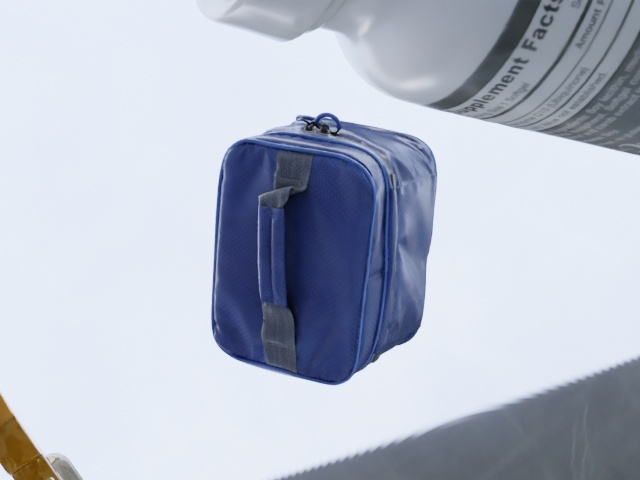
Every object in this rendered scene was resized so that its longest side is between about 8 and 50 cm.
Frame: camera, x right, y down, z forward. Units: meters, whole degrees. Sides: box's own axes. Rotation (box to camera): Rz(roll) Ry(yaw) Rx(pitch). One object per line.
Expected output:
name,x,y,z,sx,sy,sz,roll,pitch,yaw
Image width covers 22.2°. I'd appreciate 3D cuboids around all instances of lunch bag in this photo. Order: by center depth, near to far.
lunch bag,0.000,0.000,0.595,0.067,0.065,0.098,11,-71,24

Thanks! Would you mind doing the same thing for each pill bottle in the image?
pill bottle,0.130,-0.161,0.866,0.363,0.210,0.210,11,-103,-20

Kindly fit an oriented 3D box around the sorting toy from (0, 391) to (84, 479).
sorting toy,-0.078,0.208,0.857,0.041,0.307,0.229,-33,-134,-10
